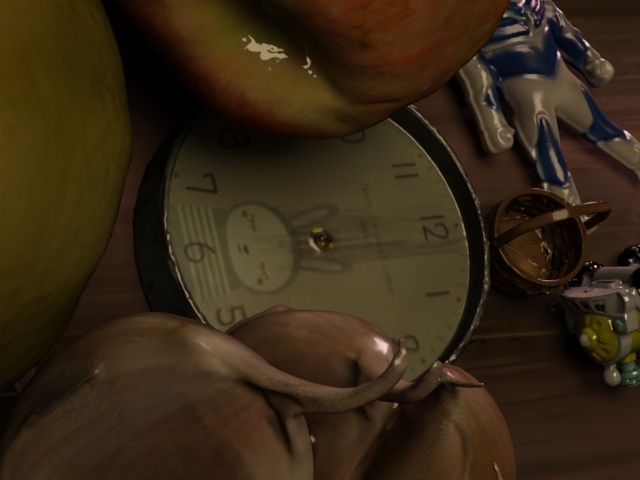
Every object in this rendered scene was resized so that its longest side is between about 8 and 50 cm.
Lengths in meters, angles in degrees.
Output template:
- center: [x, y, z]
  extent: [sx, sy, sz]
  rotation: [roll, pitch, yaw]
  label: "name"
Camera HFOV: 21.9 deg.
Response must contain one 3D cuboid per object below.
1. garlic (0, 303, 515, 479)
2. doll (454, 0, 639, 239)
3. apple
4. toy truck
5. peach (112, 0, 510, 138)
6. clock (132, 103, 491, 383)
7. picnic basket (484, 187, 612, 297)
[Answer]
- center: [-0.026, 0.136, 0.790]
  extent: [0.210, 0.292, 0.237]
  rotation: [-11, 35, -38]
  label: "garlic"
- center: [0.128, -0.115, 1.059]
  extent: [0.114, 0.057, 0.227]
  rotation: [-36, 91, -27]
  label: "doll"
- center: [-0.227, -0.046, 0.752]
  extent: [0.254, 0.292, 0.292]
  rotation: [4, 69, -33]
  label: "apple"
- center: [0.203, 0.046, 1.029]
  extent: [0.111, 0.076, 0.077]
  rotation: [-18, 99, -29]
  label: "toy truck"
- center: [0.009, -0.186, 0.900]
  extent: [0.232, 0.232, 0.256]
  rotation: [32, 51, -11]
  label: "peach"
- center: [0.000, 0.000, 0.961]
  extent: [0.215, 0.042, 0.215]
  rotation: [9, 67, -22]
  label: "clock"
- center: [0.136, -0.003, 1.003]
  extent: [0.072, 0.083, 0.072]
  rotation: [10, 66, -23]
  label: "picnic basket"
